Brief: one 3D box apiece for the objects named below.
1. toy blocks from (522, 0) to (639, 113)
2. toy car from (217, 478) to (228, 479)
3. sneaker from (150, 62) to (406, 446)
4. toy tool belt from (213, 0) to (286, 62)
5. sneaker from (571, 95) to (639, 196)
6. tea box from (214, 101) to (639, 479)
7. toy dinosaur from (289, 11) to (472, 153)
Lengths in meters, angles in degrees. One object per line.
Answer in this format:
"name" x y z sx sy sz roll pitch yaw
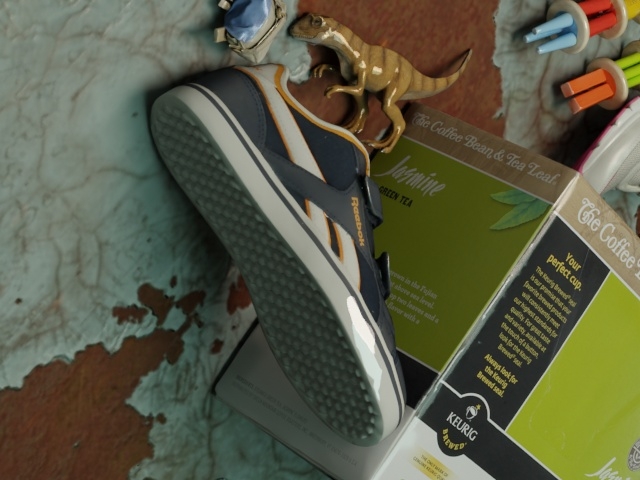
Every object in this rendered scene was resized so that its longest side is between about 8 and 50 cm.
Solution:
"toy blocks" 0.250 -0.173 1.837 0.148 0.054 0.123 -22 122 -32
"toy car" -0.064 0.311 1.766 0.188 0.149 0.155 48 70 -13
"sneaker" 0.000 0.000 1.571 0.127 0.126 0.321 -30 91 -34
"toy tool belt" -0.053 -0.187 1.571 0.051 0.052 0.083 28 87 -50
"sneaker" 0.343 -0.085 1.893 0.252 0.111 0.103 -26 165 -29
"tea box" 0.145 0.113 1.762 0.323 0.220 0.329 -54 134 -6
"toy dinosaur" 0.061 -0.133 1.686 0.211 0.064 0.112 17 96 -44
